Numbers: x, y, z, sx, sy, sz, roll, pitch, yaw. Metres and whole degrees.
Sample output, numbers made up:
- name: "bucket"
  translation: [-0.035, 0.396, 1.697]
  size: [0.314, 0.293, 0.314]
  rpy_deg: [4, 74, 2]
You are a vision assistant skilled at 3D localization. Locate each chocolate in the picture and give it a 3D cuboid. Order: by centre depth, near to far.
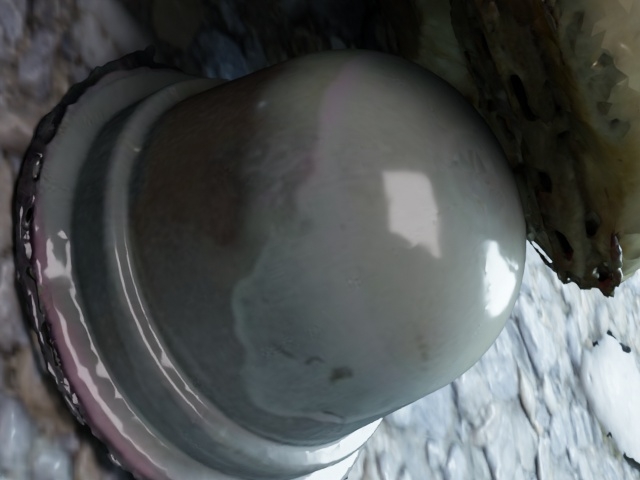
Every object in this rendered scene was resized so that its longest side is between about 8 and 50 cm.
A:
- name: "chocolate"
  translation: [0.006, -0.002, 0.512]
  size: [0.221, 0.147, 0.221]
  rpy_deg: [38, 41, -42]

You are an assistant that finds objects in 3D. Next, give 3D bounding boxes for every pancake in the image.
- name: "pancake"
  translation: [0.058, -0.145, 0.580]
  size: [0.382, 0.071, 0.382]
  rpy_deg: [-25, 90, -90]
